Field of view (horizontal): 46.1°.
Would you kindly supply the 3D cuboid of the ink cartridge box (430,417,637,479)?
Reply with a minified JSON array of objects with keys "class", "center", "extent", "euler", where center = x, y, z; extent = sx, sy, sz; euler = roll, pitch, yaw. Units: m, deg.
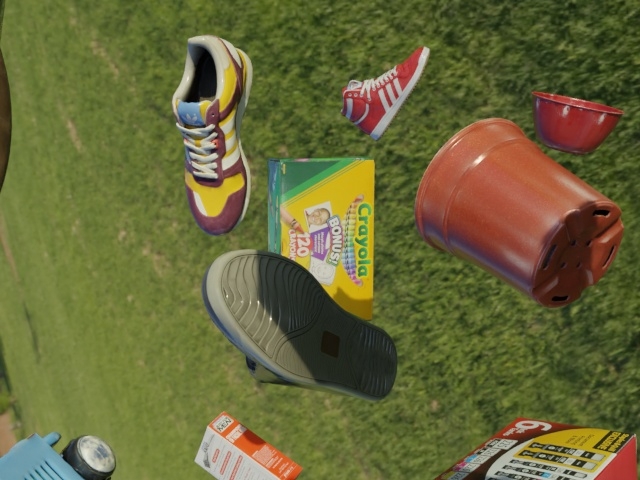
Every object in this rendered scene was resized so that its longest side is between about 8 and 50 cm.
[{"class":"ink cartridge box","center":[0.359,0.384,1.115],"extent":[0.271,0.309,0.130],"euler":[-1,96,38]}]

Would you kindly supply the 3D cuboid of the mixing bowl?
[{"class":"mixing bowl","center":[0.498,-0.229,1.497],"extent":[0.181,0.181,0.098],"euler":[38,121,54]}]

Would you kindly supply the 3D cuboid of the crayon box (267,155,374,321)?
[{"class":"crayon box","center":[0.000,0.000,1.261],"extent":[0.081,0.165,0.279],"euler":[-156,65,-68]}]

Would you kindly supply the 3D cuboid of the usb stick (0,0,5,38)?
[{"class":"usb stick","center":[-0.264,-0.196,0.577],"extent":[0.077,0.045,0.278],"euler":[-108,32,-70]}]

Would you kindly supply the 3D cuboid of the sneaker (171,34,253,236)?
[{"class":"sneaker","center":[-0.108,-0.096,0.703],"extent":[0.084,0.069,0.186],"euler":[-2,-88,-70]}]

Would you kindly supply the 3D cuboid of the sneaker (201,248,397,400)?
[{"class":"sneaker","center":[-0.042,0.079,0.607],"extent":[0.118,0.222,0.083],"euler":[-6,59,37]}]

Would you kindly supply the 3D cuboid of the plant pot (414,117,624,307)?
[{"class":"plant pot","center":[0.350,-0.037,1.296],"extent":[0.265,0.272,0.273],"euler":[43,142,46]}]

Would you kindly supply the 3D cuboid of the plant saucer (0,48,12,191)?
[{"class":"plant saucer","center":[-0.269,-0.072,0.411],"extent":[0.041,0.278,0.278],"euler":[5,116,21]}]

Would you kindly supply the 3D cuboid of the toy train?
[{"class":"toy train","center":[-0.186,0.178,0.400],"extent":[0.080,0.184,0.105],"euler":[47,-172,2]}]

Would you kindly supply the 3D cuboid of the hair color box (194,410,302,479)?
[{"class":"hair color box","center":[-0.122,0.374,1.253],"extent":[0.167,0.053,0.093],"euler":[32,122,15]}]

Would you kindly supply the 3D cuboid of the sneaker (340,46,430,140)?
[{"class":"sneaker","center":[0.067,-0.173,0.829],"extent":[0.118,0.067,0.042],"euler":[-57,5,28]}]
